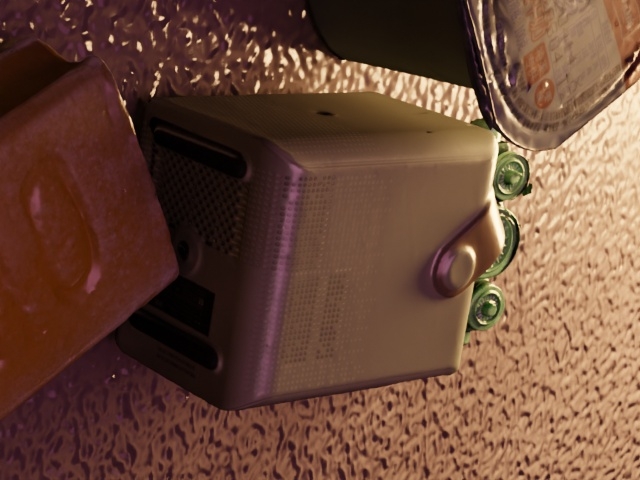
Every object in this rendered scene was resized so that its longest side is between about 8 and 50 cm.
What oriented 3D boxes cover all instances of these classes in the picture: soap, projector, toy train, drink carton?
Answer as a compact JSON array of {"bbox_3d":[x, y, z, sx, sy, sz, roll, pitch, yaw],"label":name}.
[{"bbox_3d":[-0.217,0.026,1.044,0.274,0.089,0.173,-40,131,-31],"label":"soap"},{"bbox_3d":[0.000,0.000,1.216,0.242,0.163,0.177,-7,113,-44],"label":"projector"},{"bbox_3d":[0.096,-0.004,1.393,0.104,0.071,0.178,-3,107,-39],"label":"toy train"},{"bbox_3d":[0.097,-0.180,1.223,0.191,0.189,0.185,-40,133,-29],"label":"drink carton"}]
